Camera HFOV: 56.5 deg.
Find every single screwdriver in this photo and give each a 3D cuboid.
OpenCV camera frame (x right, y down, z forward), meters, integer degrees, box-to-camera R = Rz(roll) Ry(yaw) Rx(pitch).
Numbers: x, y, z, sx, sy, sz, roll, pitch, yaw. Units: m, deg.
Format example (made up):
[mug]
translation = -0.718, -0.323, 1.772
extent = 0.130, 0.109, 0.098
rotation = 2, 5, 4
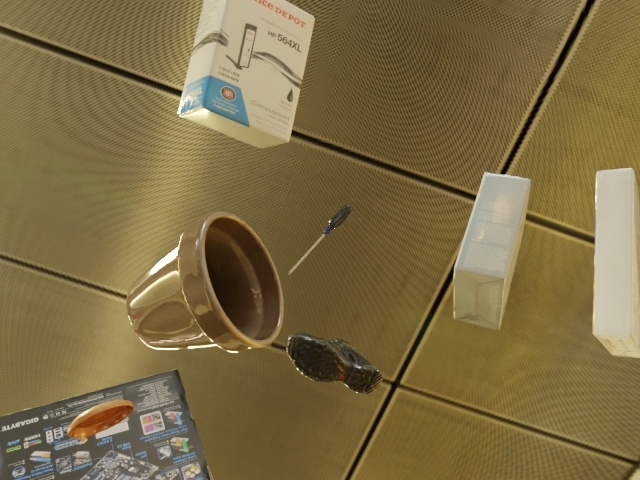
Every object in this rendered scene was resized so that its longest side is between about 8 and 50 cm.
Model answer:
[screwdriver]
translation = 0.000, 0.000, 1.073
extent = 0.170, 0.025, 0.024
rotation = -50, -57, -12

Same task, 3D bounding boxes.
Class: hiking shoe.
[hiking shoe]
translation = 0.020, 0.254, 1.281
extent = 0.227, 0.114, 0.086
rotation = 29, -83, -17

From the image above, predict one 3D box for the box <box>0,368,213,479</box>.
[box]
translation = -0.321, 0.361, 0.896
extent = 0.296, 0.293, 0.073
rotation = -12, -44, -23

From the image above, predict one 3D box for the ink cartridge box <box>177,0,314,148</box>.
[ink cartridge box]
translation = -0.105, -0.257, 0.871
extent = 0.148, 0.086, 0.203
rotation = 16, -99, -35

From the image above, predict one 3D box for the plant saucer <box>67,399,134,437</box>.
[plant saucer]
translation = -0.281, 0.226, 0.761
extent = 0.083, 0.083, 0.013
rotation = -40, -114, 19

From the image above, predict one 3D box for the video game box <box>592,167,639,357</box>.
[video game box]
translation = 0.385, 0.036, 0.763
extent = 0.048, 0.205, 0.187
rotation = -2, -18, 34

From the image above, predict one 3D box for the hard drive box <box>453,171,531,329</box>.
[hard drive box]
translation = 0.322, 0.020, 1.120
extent = 0.089, 0.232, 0.181
rotation = 13, -34, 21

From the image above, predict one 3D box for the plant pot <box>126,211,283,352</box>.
[plant pot]
translation = -0.230, 0.107, 1.129
extent = 0.229, 0.263, 0.263
rotation = -23, -69, 22
